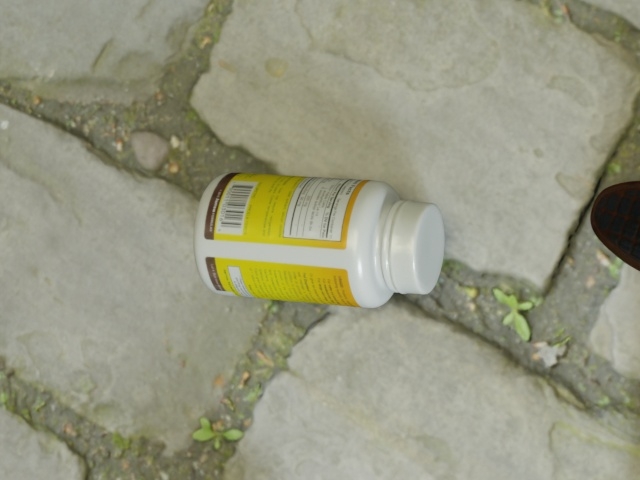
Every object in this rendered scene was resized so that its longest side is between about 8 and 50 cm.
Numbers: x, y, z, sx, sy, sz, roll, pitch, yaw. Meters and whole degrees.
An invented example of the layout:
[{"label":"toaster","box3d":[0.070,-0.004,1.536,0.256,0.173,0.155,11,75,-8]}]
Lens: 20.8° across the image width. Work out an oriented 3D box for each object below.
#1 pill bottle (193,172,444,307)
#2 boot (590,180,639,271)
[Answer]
[{"label":"pill bottle","box3d":[0.000,0.000,1.604,0.215,0.117,0.117,5,84,22]},{"label":"boot","box3d":[0.337,0.005,1.501,0.219,0.106,0.082,22,95,51]}]
